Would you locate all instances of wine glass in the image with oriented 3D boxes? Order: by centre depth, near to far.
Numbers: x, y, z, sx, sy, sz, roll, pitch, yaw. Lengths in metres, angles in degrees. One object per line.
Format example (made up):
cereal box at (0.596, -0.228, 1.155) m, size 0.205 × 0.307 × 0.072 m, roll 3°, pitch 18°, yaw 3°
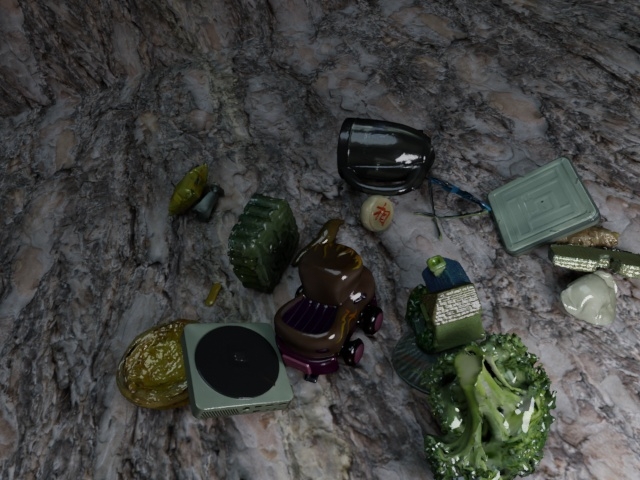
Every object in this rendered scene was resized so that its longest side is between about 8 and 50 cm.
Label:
wine glass at (-0.428, -0.145, 1.839) m, size 0.072 × 0.072 × 0.156 m, roll 8°, pitch 52°, yaw 22°

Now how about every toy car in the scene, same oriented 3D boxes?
toy car at (0.011, 0.172, 1.309) m, size 0.271 × 0.241 × 0.341 m, roll 14°, pitch 49°, yaw 28°

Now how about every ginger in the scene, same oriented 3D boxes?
ginger at (0.748, -0.030, 1.409) m, size 0.137 × 0.074 × 0.213 m, roll -37°, pitch 52°, yaw 1°

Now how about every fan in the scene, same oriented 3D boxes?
fan at (0.303, 0.283, 1.290) m, size 0.223 × 0.012 × 0.295 m, roll -6°, pitch 47°, yaw 13°

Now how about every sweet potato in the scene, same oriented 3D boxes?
sweet potato at (0.000, 0.002, 1.598) m, size 0.249 × 0.060 × 0.069 m, roll -46°, pitch 33°, yaw -20°

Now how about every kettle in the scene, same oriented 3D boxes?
kettle at (0.231, -0.280, 1.679) m, size 0.323 × 0.229 × 0.321 m, roll 7°, pitch 53°, yaw 16°

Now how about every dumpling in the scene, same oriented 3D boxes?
dumpling at (0.703, 0.158, 1.243) m, size 0.169 × 0.100 × 0.134 m, roll -12°, pitch 68°, yaw -43°

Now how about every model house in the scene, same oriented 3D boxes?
model house at (0.317, 0.150, 1.272) m, size 0.194 × 0.189 × 0.214 m, roll -13°, pitch 46°, yaw 3°

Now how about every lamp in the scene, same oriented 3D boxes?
lamp at (0.658, -0.103, 1.446) m, size 0.268 × 0.047 × 0.267 m, roll -29°, pitch 43°, yaw 26°

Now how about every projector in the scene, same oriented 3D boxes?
projector at (-0.227, 0.338, 1.275) m, size 0.256 × 0.079 × 0.259 m, roll 4°, pitch 39°, yaw -28°

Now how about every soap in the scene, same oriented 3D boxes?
soap at (-0.350, 0.174, 1.564) m, size 0.034 × 0.012 × 0.089 m, roll 2°, pitch 49°, yaw 17°

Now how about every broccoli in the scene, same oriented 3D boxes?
broccoli at (0.329, 0.356, 1.048) m, size 0.375 × 0.302 × 0.249 m, roll -50°, pitch 16°, yaw -22°

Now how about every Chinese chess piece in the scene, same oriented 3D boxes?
Chinese chess piece at (0.185, -0.089, 1.581) m, size 0.122 × 0.122 × 0.051 m, roll -41°, pitch 35°, yaw -21°

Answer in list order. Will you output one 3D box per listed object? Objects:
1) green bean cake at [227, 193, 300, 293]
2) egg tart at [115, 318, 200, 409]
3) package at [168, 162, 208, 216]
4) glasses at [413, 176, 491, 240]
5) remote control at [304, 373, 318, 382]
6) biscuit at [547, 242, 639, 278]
green bean cake at (-0.176, 0.012, 1.507) m, size 0.131 × 0.241 × 0.255 m, roll 13°, pitch 53°, yaw 20°
egg tart at (-0.427, 0.351, 1.366) m, size 0.290 × 0.107 × 0.291 m, roll -5°, pitch 50°, yaw 6°
package at (-0.513, -0.197, 1.871) m, size 0.168 × 0.090 × 0.226 m, roll -32°, pitch 30°, yaw 34°
glasses at (0.411, -0.111, 1.552) m, size 0.206 × 0.102 × 0.239 m, roll -41°, pitch 51°, yaw -21°
remote control at (-0.013, 0.343, 1.318) m, size 0.039 × 0.014 × 0.096 m, roll 9°, pitch 53°, yaw 22°
biscuit at (0.740, 0.052, 1.289) m, size 0.249 × 0.046 × 0.147 m, roll 9°, pitch 18°, yaw 11°
